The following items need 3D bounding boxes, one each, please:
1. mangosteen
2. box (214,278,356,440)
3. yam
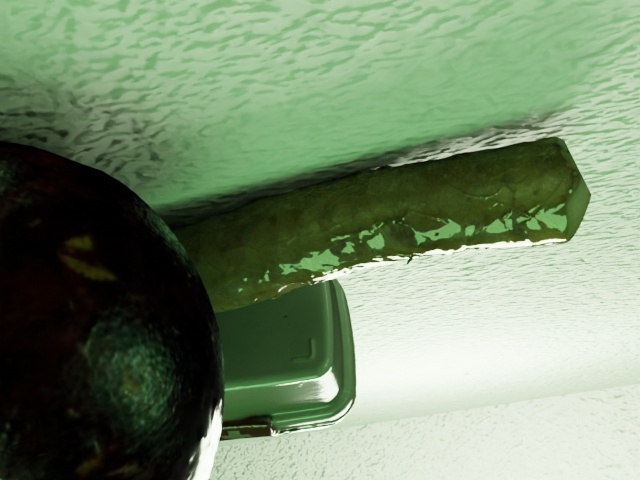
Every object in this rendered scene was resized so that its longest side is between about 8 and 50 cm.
[{"bbox_3d":[-0.190,0.075,0.496,0.288,0.288,0.288,-5,163,-2],"label":"mangosteen"},{"bbox_3d":[-0.078,0.088,0.749,0.210,0.148,0.129,-7,151,4],"label":"box"},{"bbox_3d":[0.000,0.000,0.600,0.356,0.081,0.081,-11,162,21],"label":"yam"}]
